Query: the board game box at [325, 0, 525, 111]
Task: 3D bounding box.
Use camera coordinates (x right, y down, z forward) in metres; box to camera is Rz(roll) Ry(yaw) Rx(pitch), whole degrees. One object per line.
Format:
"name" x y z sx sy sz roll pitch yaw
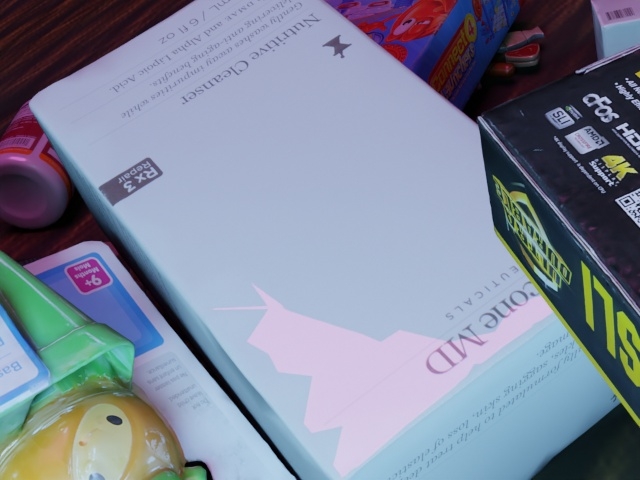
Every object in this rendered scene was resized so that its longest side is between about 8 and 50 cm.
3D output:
"board game box" 0.010 -0.187 1.091 0.308 0.086 0.302 -1 38 31

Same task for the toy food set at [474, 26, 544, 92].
"toy food set" 0.160 -0.169 1.084 0.122 0.019 0.078 -12 36 8

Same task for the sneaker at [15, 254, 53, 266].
"sneaker" -0.182 0.059 0.793 0.051 0.089 0.170 -9 -4 9

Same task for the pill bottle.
"pill bottle" -0.268 -0.087 1.099 0.086 0.086 0.152 -6 37 15

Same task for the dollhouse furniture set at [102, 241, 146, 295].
"dollhouse furniture set" -0.245 0.042 0.944 0.161 0.101 0.182 -4 29 -24

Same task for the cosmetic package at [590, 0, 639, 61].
"cosmetic package" 0.357 -0.177 0.949 0.239 0.098 0.060 -11 34 8

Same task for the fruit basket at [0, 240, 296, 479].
"fruit basket" -0.157 0.180 0.578 0.327 0.165 0.353 -29 60 -27

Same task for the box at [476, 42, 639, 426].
"box" 0.238 0.016 0.385 0.257 0.079 0.322 -23 44 -7

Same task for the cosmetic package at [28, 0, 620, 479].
"cosmetic package" 0.000 0.000 0.735 0.217 0.156 0.385 -36 52 -14
